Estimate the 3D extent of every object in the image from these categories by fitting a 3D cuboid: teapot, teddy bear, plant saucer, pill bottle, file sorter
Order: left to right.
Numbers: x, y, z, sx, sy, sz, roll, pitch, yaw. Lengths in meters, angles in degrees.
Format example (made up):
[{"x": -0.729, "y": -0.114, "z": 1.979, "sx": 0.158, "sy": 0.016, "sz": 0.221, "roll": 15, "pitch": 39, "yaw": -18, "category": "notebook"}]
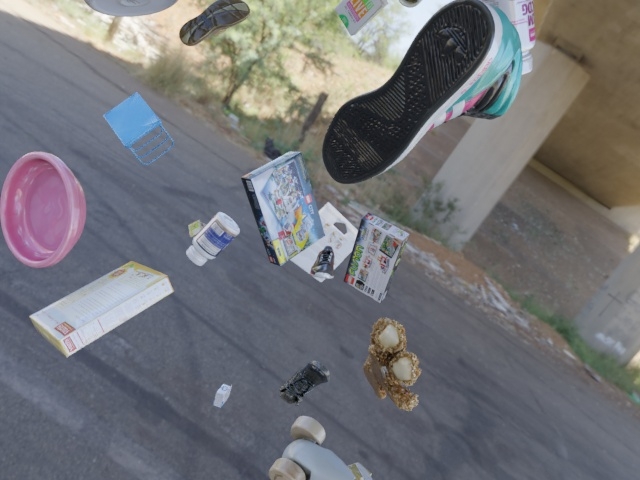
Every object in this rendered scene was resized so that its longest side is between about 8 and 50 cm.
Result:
[{"x": -0.797, "y": -0.088, "z": 1.615, "sx": 0.332, "sy": 0.332, "sz": 0.084, "roll": 40, "pitch": 18, "yaw": 23, "category": "plant saucer"}, {"x": -0.452, "y": -0.649, "z": 1.287, "sx": 0.252, "sy": 0.187, "sz": 0.256, "roll": -14, "pitch": 6, "yaw": -30, "category": "teapot"}, {"x": -0.511, "y": -0.314, "z": 1.581, "sx": 0.170, "sy": 0.118, "sz": 0.104, "roll": 47, "pitch": -8, "yaw": 35, "category": "file sorter"}, {"x": -0.243, "y": -0.001, "z": 1.247, "sx": 0.067, "sy": 0.120, "sz": 0.067, "roll": 44, "pitch": 10, "yaw": -10, "category": "pill bottle"}, {"x": 0.203, "y": 0.329, "z": 1.513, "sx": 0.245, "sy": 0.113, "sz": 0.338, "roll": 55, "pitch": -19, "yaw": 36, "category": "teddy bear"}, {"x": 0.554, "y": -0.642, "z": 1.661, "sx": 0.160, "sy": 0.160, "sz": 0.283, "roll": -115, "pitch": -170, "yaw": -66, "category": "pill bottle"}]

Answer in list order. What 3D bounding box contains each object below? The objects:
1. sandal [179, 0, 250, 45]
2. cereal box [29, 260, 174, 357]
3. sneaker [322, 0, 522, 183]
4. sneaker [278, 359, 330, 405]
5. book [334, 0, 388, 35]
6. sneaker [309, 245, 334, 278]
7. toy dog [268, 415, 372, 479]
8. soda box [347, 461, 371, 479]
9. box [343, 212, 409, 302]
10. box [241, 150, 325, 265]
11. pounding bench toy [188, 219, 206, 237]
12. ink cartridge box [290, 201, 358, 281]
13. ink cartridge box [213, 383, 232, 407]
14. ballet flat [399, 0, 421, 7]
[{"x": -0.252, "y": -0.518, "z": 1.327, "sx": 0.072, "sy": 0.180, "sz": 0.049, "roll": 60, "pitch": 2, "yaw": 5, "category": "sandal"}, {"x": -0.446, "y": 0.130, "z": 1.137, "sx": 0.240, "sy": 0.047, "sz": 0.173, "roll": -34, "pitch": 31, "yaw": -33, "category": "cereal box"}, {"x": 0.142, "y": -0.181, "z": 0.724, "sx": 0.178, "sy": 0.295, "sz": 0.124, "roll": -14, "pitch": 72, "yaw": -45, "category": "sneaker"}, {"x": -0.049, "y": 0.442, "z": 1.704, "sx": 0.087, "sy": 0.130, "sz": 0.227, "roll": 44, "pitch": -31, "yaw": -2, "category": "sneaker"}, {"x": 0.114, "y": -0.673, "z": 1.597, "sx": 0.035, "sy": 0.144, "sz": 0.096, "roll": -35, "pitch": 93, "yaw": -42, "category": "book"}, {"x": 0.008, "y": 0.051, "z": 1.408, "sx": 0.061, "sy": 0.065, "sz": 0.158, "roll": 8, "pitch": 15, "yaw": 0, "category": "sneaker"}, {"x": 0.027, "y": 0.572, "z": 1.287, "sx": 0.220, "sy": 0.161, "sz": 0.333, "roll": -27, "pitch": 59, "yaw": -34, "category": "toy dog"}, {"x": 0.085, "y": 0.768, "z": 1.678, "sx": 0.058, "sy": 0.181, "sz": 0.061, "roll": 28, "pitch": 11, "yaw": 39, "category": "soda box"}, {"x": 0.130, "y": 0.044, "z": 1.341, "sx": 0.114, "sy": 0.207, "sz": 0.036, "roll": 30, "pitch": 42, "yaw": 19, "category": "box"}, {"x": -0.085, "y": -0.078, "z": 1.344, "sx": 0.159, "sy": 0.233, "sz": 0.044, "roll": -34, "pitch": 31, "yaw": -33, "category": "box"}, {"x": -0.438, "y": -0.021, "z": 2.035, "sx": 0.065, "sy": 0.052, "sz": 0.083, "roll": 33, "pitch": 36, "yaw": -57, "category": "pounding bench toy"}, {"x": 0.000, "y": 0.000, "z": 1.978, "sx": 0.275, "sy": 0.239, "sz": 0.060, "roll": 40, "pitch": 5, "yaw": -46, "category": "ink cartridge box"}, {"x": -0.317, "y": 0.500, "z": 1.805, "sx": 0.028, "sy": 0.048, "sz": 0.083, "roll": 18, "pitch": 12, "yaw": 6, "category": "ink cartridge box"}, {"x": 0.221, "y": -0.676, "z": 1.280, "sx": 0.139, "sy": 0.139, "sz": 0.400, "roll": 38, "pitch": -2, "yaw": 14, "category": "ballet flat"}]
